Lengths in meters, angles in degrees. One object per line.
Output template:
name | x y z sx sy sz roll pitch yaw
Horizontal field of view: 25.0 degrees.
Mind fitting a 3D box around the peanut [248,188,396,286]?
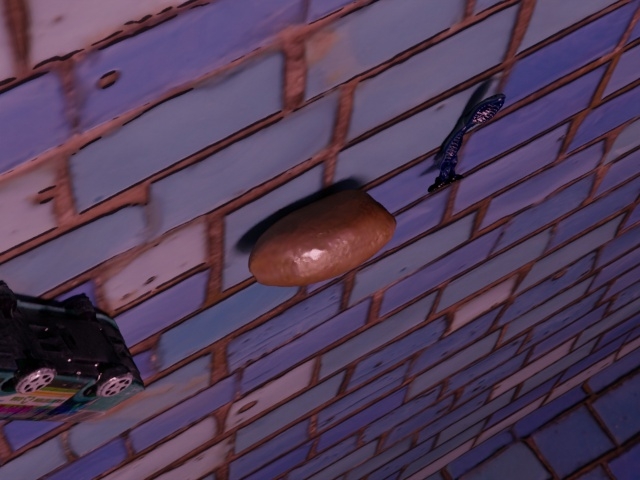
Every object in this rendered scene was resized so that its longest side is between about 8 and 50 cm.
peanut | 0.000 0.000 1.359 0.152 0.076 0.076 -21 157 -18

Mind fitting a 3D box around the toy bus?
toy bus | -0.242 0.101 1.194 0.109 0.091 0.262 -33 160 16

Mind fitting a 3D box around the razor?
razor | 0.142 -0.102 1.410 0.044 0.028 0.154 -23 158 -30
